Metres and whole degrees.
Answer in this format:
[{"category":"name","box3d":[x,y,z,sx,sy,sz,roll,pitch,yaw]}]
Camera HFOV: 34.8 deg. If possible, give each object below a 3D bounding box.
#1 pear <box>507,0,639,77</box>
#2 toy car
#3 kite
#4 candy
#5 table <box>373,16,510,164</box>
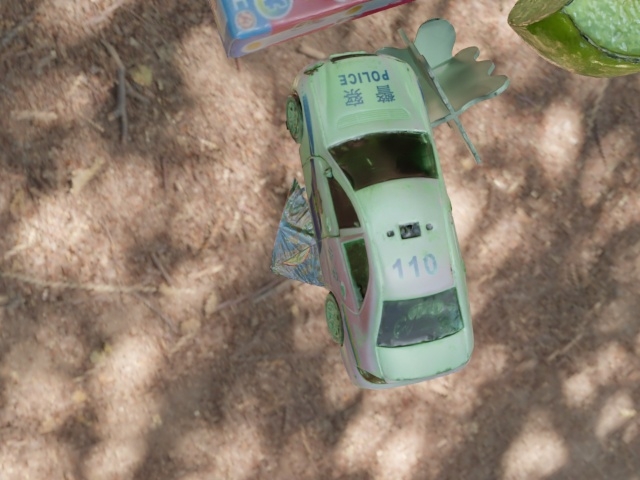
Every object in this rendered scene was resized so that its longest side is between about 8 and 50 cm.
[{"category":"pear","box3d":[0.386,-0.318,1.393,0.292,0.292,0.159,-43,106,6]},{"category":"toy car","box3d":[0.042,-0.018,0.663,0.090,0.076,0.224,-10,85,-15]},{"category":"kite","box3d":[0.000,0.000,1.342,0.160,0.010,0.183,-31,87,-18]},{"category":"candy","box3d":[0.018,-0.324,1.117,0.306,0.100,0.157,-19,90,-8]},{"category":"table","box3d":[0.158,-0.196,1.362,0.166,0.198,0.166,-3,115,-6]}]
